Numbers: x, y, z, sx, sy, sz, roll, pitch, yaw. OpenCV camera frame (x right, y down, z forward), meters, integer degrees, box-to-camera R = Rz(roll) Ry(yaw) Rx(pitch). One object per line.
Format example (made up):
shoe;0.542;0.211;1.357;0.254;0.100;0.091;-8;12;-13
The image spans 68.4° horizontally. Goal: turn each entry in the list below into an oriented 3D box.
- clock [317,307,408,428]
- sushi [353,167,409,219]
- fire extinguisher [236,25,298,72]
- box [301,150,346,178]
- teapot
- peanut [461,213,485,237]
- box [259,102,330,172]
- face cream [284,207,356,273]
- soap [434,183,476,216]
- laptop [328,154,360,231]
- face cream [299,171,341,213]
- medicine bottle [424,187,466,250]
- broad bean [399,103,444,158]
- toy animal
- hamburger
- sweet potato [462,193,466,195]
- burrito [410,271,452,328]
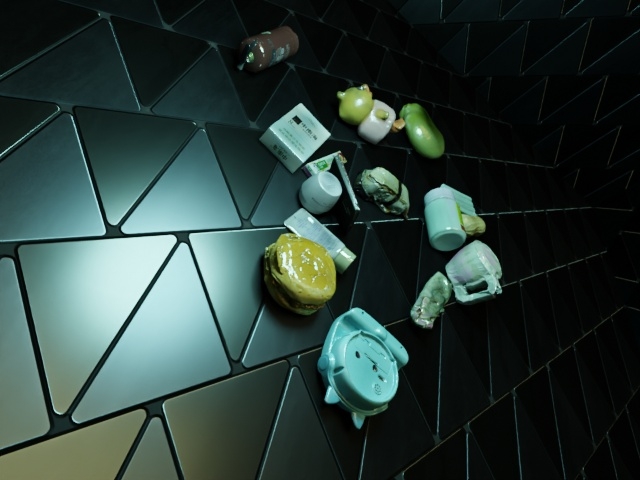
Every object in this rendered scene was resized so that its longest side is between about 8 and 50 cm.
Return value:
clock;0.106;0.328;1.194;0.223;0.094;0.274;41;39;-11
sushi;0.257;-0.172;1.708;0.273;0.109;0.134;35;43;-20
fire extinguisher;-0.191;-0.667;1.635;0.114;0.135;0.337;42;41;-4
box;0.016;-0.257;1.595;0.050;0.041;0.207;56;40;1
teapot;0.569;0.131;1.737;0.163;0.178;0.221;5;56;-50
peanut;0.637;-0.061;2.009;0.214;0.090;0.098;0;68;-43
box;-0.078;-0.341;1.548;0.155;0.067;0.243;47;40;-9
face cream;0.000;0.000;1.381;0.224;0.070;0.114;40;38;5
soap;0.589;-0.160;2.058;0.198;0.063;0.114;19;51;-34
laptop;0.067;-0.145;1.484;0.026;0.154;0.207;-10;66;-18
face cream;0.000;-0.146;1.444;0.117;0.104;0.117;25;46;-28
medicine bottle;0.479;-0.083;1.833;0.139;0.139;0.225;24;46;-30
broad bean;0.464;-0.500;2.155;0.238;0.119;0.291;-18;77;-59
toy animal;0.177;-0.500;1.853;0.281;0.195;0.169;38;81;-22
hamburger;-0.052;0.087;1.222;0.214;0.108;0.214;27;40;-25
sweet potato;0.653;-0.199;2.173;0.095;0.034;0.034;-6;65;-50
burrito;0.372;0.199;1.573;0.096;0.066;0.309;49;36;1
